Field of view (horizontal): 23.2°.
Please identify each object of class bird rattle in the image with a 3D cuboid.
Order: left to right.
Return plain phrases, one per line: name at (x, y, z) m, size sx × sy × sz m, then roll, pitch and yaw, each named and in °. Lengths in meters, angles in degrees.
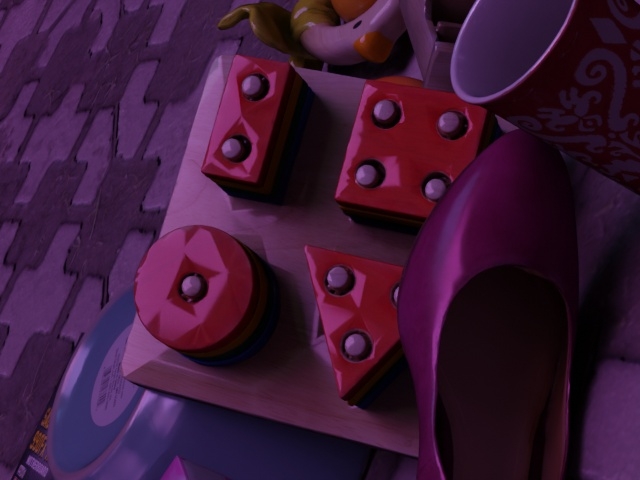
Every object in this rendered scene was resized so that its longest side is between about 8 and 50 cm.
bird rattle at (0.039, -0.243, 1.471) m, size 0.207 × 0.143 × 0.253 m, roll 19°, pitch 68°, yaw 52°

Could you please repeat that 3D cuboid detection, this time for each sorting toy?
sorting toy at (0.000, 0.000, 1.087) m, size 0.257 × 0.089 × 0.255 m, roll 12°, pitch 79°, yaw 18°

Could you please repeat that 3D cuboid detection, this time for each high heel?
high heel at (0.122, 0.109, 0.925) m, size 0.181 × 0.127 × 0.377 m, roll 172°, pitch 109°, yaw -67°

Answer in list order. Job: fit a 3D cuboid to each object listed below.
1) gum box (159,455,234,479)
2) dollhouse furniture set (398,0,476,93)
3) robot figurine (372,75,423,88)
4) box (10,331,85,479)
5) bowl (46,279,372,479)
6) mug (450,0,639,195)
gum box at (-0.079, 0.231, 0.991) m, size 0.107 × 0.062 × 0.188 m, roll -55°, pitch 27°, yaw 12°
dollhouse furniture set at (0.142, -0.241, 1.149) m, size 0.161 × 0.212 × 0.242 m, roll -100°, pitch 20°, yaw -54°
robot figurine at (0.034, -0.048, 1.231) m, size 0.219 × 0.158 × 0.128 m, roll -30°, pitch 77°, yaw 45°
box at (-0.218, 0.188, 1.498) m, size 0.183 × 0.056 × 0.231 m, roll -65°, pitch 21°, yaw -8°
bowl at (-0.106, 0.141, 1.254) m, size 0.311 × 0.163 × 0.311 m, roll -42°, pitch 33°, yaw 35°
mug at (0.192, -0.106, 0.960) m, size 0.150 × 0.169 × 0.113 m, roll -44°, pitch 30°, yaw 29°
